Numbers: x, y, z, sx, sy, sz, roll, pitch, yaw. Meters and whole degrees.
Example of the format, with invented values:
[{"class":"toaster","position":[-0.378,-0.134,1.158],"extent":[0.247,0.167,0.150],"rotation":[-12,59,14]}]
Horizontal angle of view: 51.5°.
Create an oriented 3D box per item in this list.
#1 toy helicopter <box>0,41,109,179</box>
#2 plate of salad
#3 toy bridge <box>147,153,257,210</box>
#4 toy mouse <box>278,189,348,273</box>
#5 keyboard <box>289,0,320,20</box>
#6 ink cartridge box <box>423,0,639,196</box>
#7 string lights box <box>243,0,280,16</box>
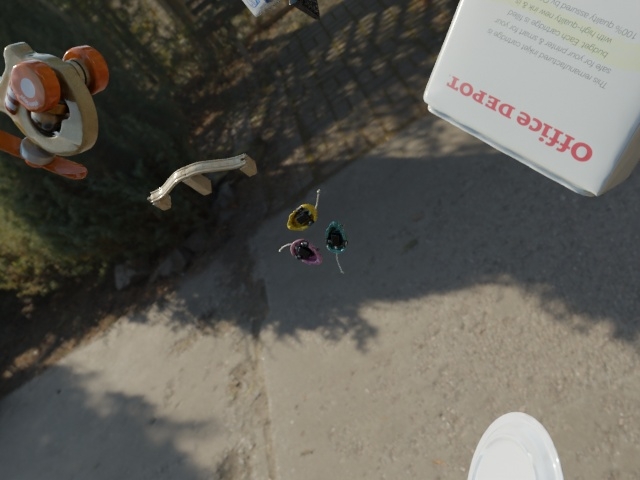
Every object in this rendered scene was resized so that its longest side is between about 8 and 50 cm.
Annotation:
[{"class":"toy helicopter","position":[-0.538,-0.237,1.183],"extent":[0.355,0.234,0.140],"rotation":[18,34,22]},{"class":"plate of salad","position":[0.224,0.298,0.757],"extent":[0.200,0.048,0.199],"rotation":[-165,90,-76]},{"class":"toy bridge","position":[-0.196,-0.095,1.045],"extent":[0.188,0.063,0.026],"rotation":[-19,64,20]},{"class":"toy mouse","position":[0.000,0.000,1.190],"extent":[0.161,0.143,0.031],"rotation":[-39,8,34]},{"class":"keyboard","position":[-0.045,-0.511,1.264],"extent":[0.023,0.108,0.180],"rotation":[-28,60,36]},{"class":"ink cartridge box","position":[0.336,-0.292,0.828],"extent":[0.279,0.384,0.160],"rotation":[37,34,26]},{"class":"string lights box","position":[0.005,-0.333,0.638],"extent":[0.133,0.076,0.260],"rotation":[-44,11,-25]}]
